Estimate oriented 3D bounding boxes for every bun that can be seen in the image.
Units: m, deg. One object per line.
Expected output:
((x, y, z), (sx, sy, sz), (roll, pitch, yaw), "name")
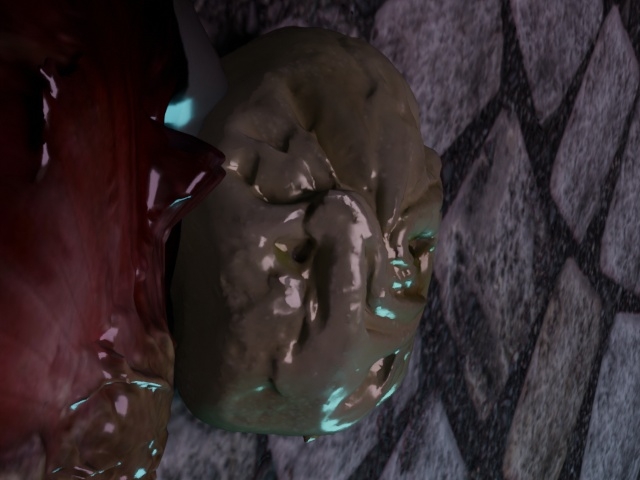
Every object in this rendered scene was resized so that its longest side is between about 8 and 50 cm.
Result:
((0.000, 0.000, 0.830), (0.229, 0.145, 0.229), (-20, 114, -54), "bun")

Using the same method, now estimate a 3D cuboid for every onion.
((-0.132, 0.023, 0.423), (0.272, 0.195, 0.272), (9, 90, -85), "onion")
